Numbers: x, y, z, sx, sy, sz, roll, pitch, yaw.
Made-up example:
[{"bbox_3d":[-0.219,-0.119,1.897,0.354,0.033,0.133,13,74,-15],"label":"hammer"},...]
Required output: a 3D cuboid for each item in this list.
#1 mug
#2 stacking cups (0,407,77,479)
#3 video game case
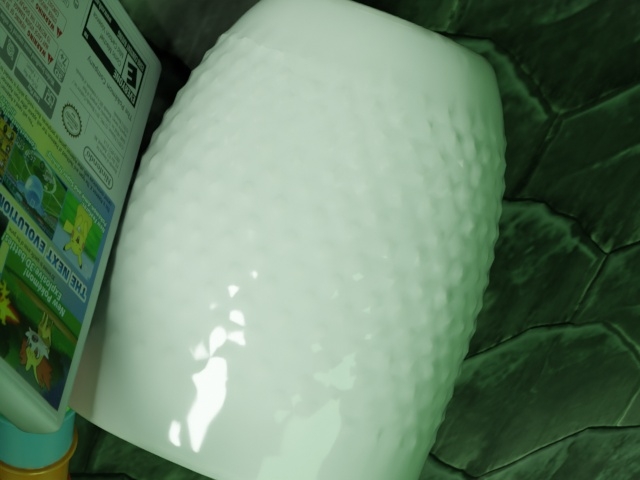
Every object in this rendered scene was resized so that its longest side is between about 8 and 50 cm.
[{"bbox_3d":[0.000,0.000,1.278,0.374,0.276,0.328,11,99,-79],"label":"mug"},{"bbox_3d":[-0.229,0.140,1.391,0.096,0.096,0.316,-15,139,-22],"label":"stacking cups"},{"bbox_3d":[-0.210,-0.086,1.042,0.036,0.300,0.329,-2,148,22],"label":"video game case"}]
